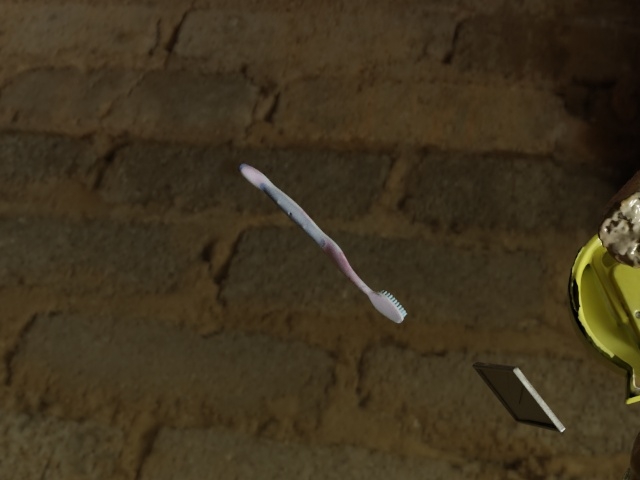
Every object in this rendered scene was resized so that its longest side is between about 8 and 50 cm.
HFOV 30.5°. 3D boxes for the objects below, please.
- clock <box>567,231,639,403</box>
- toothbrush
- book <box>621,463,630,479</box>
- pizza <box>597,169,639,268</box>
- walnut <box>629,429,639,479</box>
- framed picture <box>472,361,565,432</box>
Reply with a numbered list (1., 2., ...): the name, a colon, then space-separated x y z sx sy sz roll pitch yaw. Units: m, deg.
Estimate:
1. clock: 0.516 0.097 1.783 0.277 0.293 0.071 -10 152 0
2. toothbrush: 0.000 0.000 1.367 0.269 0.027 0.021 44 114 13
3. book: 0.547 0.385 1.906 0.027 0.264 0.202 29 -176 42
4. pizza: 0.259 -0.046 0.655 0.194 0.154 0.069 -25 94 43
5. walnut: 0.525 0.298 1.379 0.306 0.306 0.344 38 165 -23
6. framed picture: 0.161 0.127 0.960 0.066 0.006 0.089 52 167 -5
